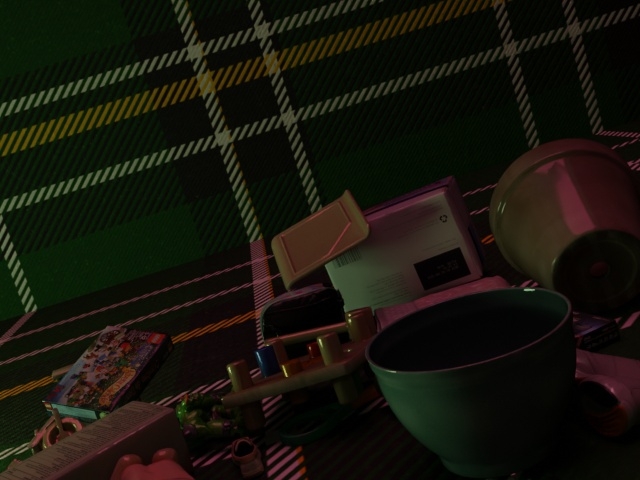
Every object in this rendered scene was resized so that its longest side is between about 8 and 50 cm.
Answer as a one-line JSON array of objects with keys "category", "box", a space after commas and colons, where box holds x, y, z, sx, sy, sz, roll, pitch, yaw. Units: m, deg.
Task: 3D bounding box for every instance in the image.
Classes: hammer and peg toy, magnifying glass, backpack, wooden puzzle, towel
[{"category": "hammer and peg toy", "box": [-0.012, 0.235, 1.537, 0.266, 0.127, 0.361, -19, -1, 18]}, {"category": "magnifying glass", "box": [0.029, 0.306, 1.452, 0.231, 0.026, 0.092, -21, 11, -25]}, {"category": "backpack", "box": [-0.042, 0.187, 1.790, 0.188, 0.166, 0.144, -16, 8, -12]}, {"category": "wooden puzzle", "box": [0.000, 0.000, 1.891, 0.238, 0.044, 0.221, -35, 30, 6]}, {"category": "towel", "box": [0.275, 0.165, 1.717, 0.317, 0.053, 0.332, -16, 11, 3]}]

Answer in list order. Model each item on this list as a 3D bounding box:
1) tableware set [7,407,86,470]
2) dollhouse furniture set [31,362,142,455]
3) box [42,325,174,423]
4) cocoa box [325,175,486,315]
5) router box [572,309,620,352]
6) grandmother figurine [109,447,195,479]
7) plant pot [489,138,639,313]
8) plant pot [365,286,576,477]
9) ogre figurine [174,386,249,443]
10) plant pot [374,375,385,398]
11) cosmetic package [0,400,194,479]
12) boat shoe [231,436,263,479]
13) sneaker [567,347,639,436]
[{"category": "tableware set", "box": [-0.504, 0.397, 1.473, 0.128, 0.039, 0.194, 15, 47, 22]}, {"category": "dollhouse furniture set", "box": [-0.471, 0.350, 1.640, 0.212, 0.161, 0.242, -19, 11, -12]}, {"category": "box", "box": [-0.421, 0.268, 1.625, 0.159, 0.044, 0.233, 3, 35, 22]}, {"category": "cocoa box", "box": [0.206, 0.018, 2.002, 0.347, 0.231, 0.228, -22, 8, 19]}, {"category": "router box", "box": [0.459, 0.166, 1.451, 0.092, 0.038, 0.122, -20, 11, -18]}, {"category": "grandmother figurine", "box": [-0.196, 0.394, 1.167, 0.207, 0.104, 0.342, -13, 10, -24]}, {"category": "plant pot", "box": [0.525, -0.008, 1.631, 0.323, 0.323, 0.280, -16, 26, 8]}, {"category": "plant pot", "box": [0.232, 0.210, 1.151, 0.293, 0.196, 0.293, -17, 11, 3]}, {"category": "ogre figurine", "box": [-0.207, 0.333, 1.516, 0.118, 0.097, 0.197, -4, 28, -17]}, {"category": "plant pot", "box": [0.139, 0.261, 1.393, 0.083, 0.083, 0.079, -17, 23, 1]}, {"category": "cosmetic package", "box": [-0.381, 0.396, 1.351, 0.296, 0.129, 0.153, -25, 14, -39]}, {"category": "boat shoe", "box": [-0.127, 0.358, 1.370, 0.050, 0.045, 0.135, -20, 11, -16]}, {"category": "sneaker", "box": [0.414, 0.208, 1.203, 0.121, 0.099, 0.262, -12, 17, -14]}]
